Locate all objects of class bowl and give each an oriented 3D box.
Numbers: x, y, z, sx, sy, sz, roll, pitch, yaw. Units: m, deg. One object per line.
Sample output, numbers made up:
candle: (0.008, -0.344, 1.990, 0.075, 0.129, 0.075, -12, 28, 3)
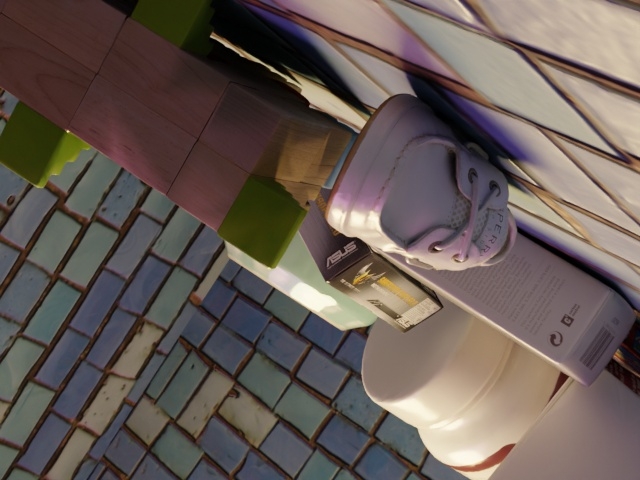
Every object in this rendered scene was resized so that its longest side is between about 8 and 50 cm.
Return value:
bowl: (0.000, 0.000, 1.902, 0.311, 0.163, 0.311, 32, 177, 2)

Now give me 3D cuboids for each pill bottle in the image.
pill bottle: (0.251, 0.193, 1.745, 0.392, 0.224, 0.224, 34, 178, -26)

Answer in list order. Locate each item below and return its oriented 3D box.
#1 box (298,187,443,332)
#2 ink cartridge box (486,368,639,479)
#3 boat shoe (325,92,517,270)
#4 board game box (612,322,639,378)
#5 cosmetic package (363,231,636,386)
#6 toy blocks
box: (0.030, -0.015, 1.547, 0.183, 0.056, 0.231, 62, -169, 25)
ink cartridge box: (0.366, 0.309, 1.442, 0.395, 0.166, 0.285, 40, 179, 19)
boat shoe: (0.083, -0.027, 1.004, 0.096, 0.098, 0.277, 32, -173, 16)
board game box: (0.308, 0.104, 1.540, 0.281, 0.027, 0.145, 35, 179, -44)
cosmetic package: (0.156, 0.031, 1.352, 0.231, 0.085, 0.117, 34, 179, 27)
toy blocks: (-0.115, -0.116, 1.213, 0.381, 0.190, 0.261, 33, -170, 19)
